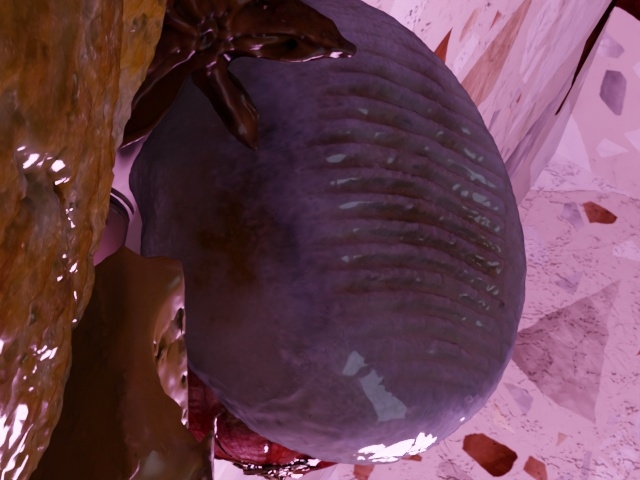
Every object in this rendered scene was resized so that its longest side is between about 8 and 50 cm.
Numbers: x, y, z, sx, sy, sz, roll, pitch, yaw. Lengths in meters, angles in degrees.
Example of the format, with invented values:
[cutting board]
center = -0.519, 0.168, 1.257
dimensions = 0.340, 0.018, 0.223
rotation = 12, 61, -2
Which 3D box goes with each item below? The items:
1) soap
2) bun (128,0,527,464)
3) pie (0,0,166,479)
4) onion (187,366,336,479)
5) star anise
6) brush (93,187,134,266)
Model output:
[soap]
center = -0.219, 0.179, 1.151
dimensions = 0.169, 0.304, 0.338
rotation = -112, -162, -46
[bun]
center = 0.000, 0.000, 1.473
dimensions = 0.211, 0.362, 0.362
rotation = -21, -167, 33
[pie]
center = -0.189, -0.034, 0.903
dimensions = 0.395, 0.180, 0.418
rotation = 67, 41, -83
[onion]
center = -0.032, 0.096, 1.711
dimensions = 0.281, 0.221, 0.280
rotation = -1, 91, -53
[star anise]
center = -0.083, -0.147, 1.216
dimensions = 0.212, 0.111, 0.196
rotation = -26, 140, -10
[brush]
center = -0.169, 0.039, 1.479
dimensions = 0.313, 0.072, 0.067
rotation = 99, 1, -55
